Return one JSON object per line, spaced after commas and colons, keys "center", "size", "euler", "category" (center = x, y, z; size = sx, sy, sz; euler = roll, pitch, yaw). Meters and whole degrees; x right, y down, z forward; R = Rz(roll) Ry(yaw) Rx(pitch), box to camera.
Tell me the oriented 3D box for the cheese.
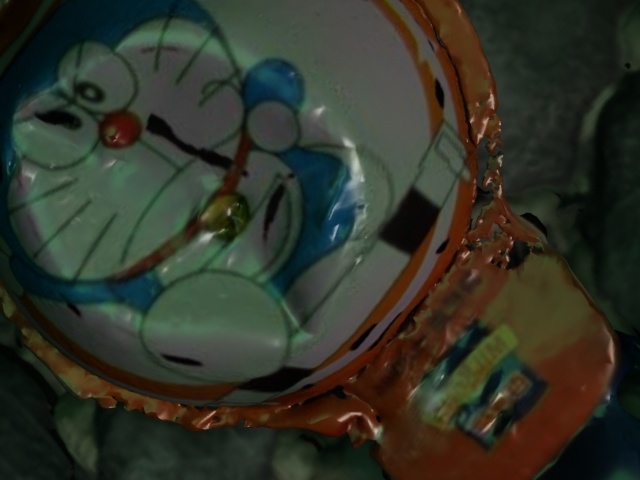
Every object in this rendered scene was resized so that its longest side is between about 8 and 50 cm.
{"center": [0.000, 0.000, 0.537], "size": [0.329, 0.129, 0.217], "euler": [42, 99, -3], "category": "cheese"}
